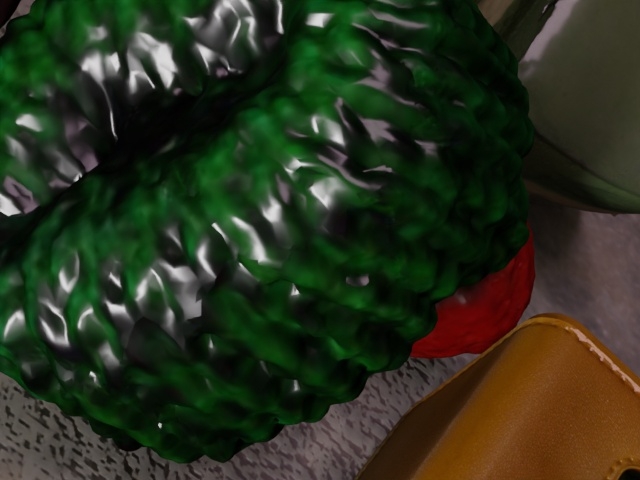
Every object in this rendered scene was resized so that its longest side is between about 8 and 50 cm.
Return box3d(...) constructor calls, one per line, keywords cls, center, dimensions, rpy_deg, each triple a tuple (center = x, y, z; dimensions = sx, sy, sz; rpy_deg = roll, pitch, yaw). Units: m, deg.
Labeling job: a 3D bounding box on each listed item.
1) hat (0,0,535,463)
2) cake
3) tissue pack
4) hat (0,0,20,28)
box3d(cls="hat", center=(0.000, 0.000, 0.784), dimensions=(0.332, 0.274, 0.242), rpy_deg=(32, 49, -52))
box3d(cls="cake", center=(0.201, -0.143, 0.981), dimensions=(0.172, 0.158, 0.283), rpy_deg=(41, 77, -20))
box3d(cls="tissue pack", center=(0.085, 0.191, 0.739), dimensions=(0.194, 0.145, 0.274), rpy_deg=(41, 44, 1))
box3d(cls="hat", center=(-0.218, -0.144, 0.794), dimensions=(0.205, 0.089, 0.205), rpy_deg=(11, 19, -4))
